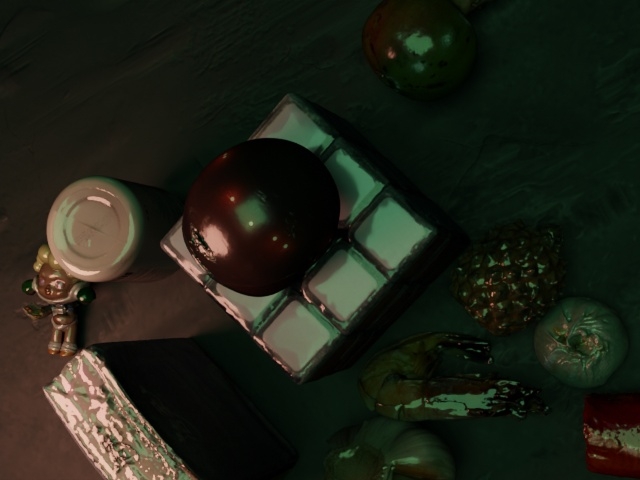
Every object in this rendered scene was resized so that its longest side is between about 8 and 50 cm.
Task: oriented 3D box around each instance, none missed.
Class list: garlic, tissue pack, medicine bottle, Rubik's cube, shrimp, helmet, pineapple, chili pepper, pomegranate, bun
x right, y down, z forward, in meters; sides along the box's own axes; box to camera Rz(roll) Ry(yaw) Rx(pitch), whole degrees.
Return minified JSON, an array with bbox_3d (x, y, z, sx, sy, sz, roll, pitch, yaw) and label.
[{"bbox_3d":[0.100,0.387,1.808,0.207,0.207,0.257,-17,76,14],"label":"garlic"},{"bbox_3d":[-0.209,0.281,1.807,0.124,0.394,0.288,-46,77,9],"label":"tissue pack"},{"bbox_3d":[-0.295,-0.012,1.893,0.157,0.288,0.157,-1,87,14],"label":"medicine bottle"},{"bbox_3d":[0.000,0.000,1.808,0.301,0.305,0.304,45,98,11],"label":"Rubik's cube"},{"bbox_3d":[0.204,0.205,1.838,0.289,0.178,0.075,-5,130,19],"label":"shrimp"},{"bbox_3d":[-0.076,-0.036,1.594,0.216,0.193,0.189,-33,76,-18],"label":"helmet"},{"bbox_3d":[0.291,0.047,1.804,0.166,0.166,0.193,43,96,12],"label":"pineapple"},{"bbox_3d":[0.549,0.273,1.735,0.338,0.134,0.131,-6,83,17],"label":"chili pepper"},{"bbox_3d":[0.171,-0.322,1.848,0.181,0.181,0.224,36,81,13],"label":"pomegranate"},{"bbox_3d":[0.387,0.151,1.813,0.141,0.083,0.141,0,90,17],"label":"bun"}]

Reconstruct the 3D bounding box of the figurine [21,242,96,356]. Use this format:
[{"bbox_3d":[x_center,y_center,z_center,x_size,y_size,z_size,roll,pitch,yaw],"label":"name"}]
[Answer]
[{"bbox_3d":[-0.436,0.095,2.029,0.147,0.093,0.197,7,91,26],"label":"figurine"}]
